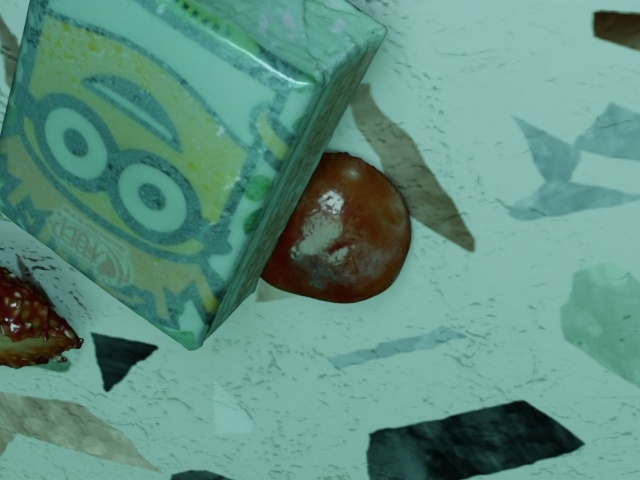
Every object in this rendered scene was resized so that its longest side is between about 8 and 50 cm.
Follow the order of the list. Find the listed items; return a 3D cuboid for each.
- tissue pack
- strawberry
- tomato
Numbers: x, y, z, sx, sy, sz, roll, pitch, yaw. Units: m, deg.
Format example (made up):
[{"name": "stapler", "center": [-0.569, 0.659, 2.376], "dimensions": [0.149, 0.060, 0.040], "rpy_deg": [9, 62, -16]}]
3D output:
[{"name": "tissue pack", "center": [-0.118, -0.092, 1.023], "dimensions": [0.228, 0.128, 0.311], "rpy_deg": [36, 135, 8]}, {"name": "strawberry", "center": [-0.387, 0.049, 1.287], "dimensions": [0.306, 0.138, 0.233], "rpy_deg": [6, 158, -22]}, {"name": "tomato", "center": [0.000, 0.000, 1.134], "dimensions": [0.155, 0.069, 0.156], "rpy_deg": [9, 132, 10]}]
